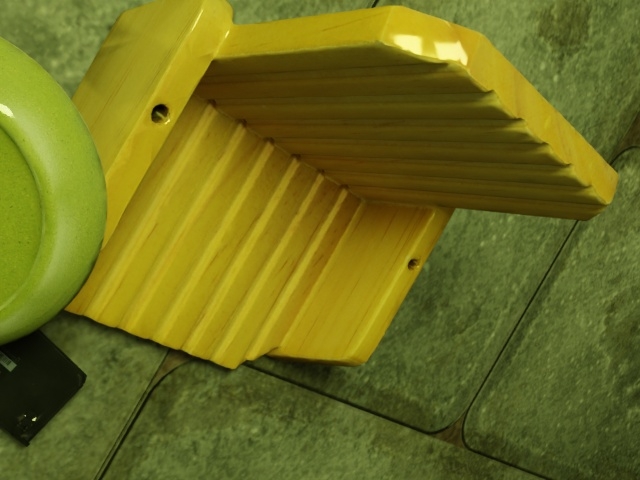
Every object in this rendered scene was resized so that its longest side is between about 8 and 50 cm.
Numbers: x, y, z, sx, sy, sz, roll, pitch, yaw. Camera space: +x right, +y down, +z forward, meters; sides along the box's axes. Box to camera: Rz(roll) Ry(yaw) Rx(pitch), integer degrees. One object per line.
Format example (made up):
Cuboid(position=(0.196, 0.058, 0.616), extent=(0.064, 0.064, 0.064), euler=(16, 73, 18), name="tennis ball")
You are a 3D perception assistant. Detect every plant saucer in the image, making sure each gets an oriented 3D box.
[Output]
Cuboid(position=(-0.263, -0.025, 0.543), extent=(0.240, 0.037, 0.241), euler=(-1, 112, -2), name="plant saucer")

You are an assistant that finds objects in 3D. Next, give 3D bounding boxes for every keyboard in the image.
Cuboid(position=(-0.282, 0.102, 0.687), extent=(0.108, 0.023, 0.180), euler=(-48, 132, -19), name="keyboard")

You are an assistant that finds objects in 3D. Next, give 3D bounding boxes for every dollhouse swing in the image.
Cuboid(position=(0.000, 0.000, 0.676), extent=(0.347, 0.305, 0.315), euler=(29, 90, -44), name="dollhouse swing")
